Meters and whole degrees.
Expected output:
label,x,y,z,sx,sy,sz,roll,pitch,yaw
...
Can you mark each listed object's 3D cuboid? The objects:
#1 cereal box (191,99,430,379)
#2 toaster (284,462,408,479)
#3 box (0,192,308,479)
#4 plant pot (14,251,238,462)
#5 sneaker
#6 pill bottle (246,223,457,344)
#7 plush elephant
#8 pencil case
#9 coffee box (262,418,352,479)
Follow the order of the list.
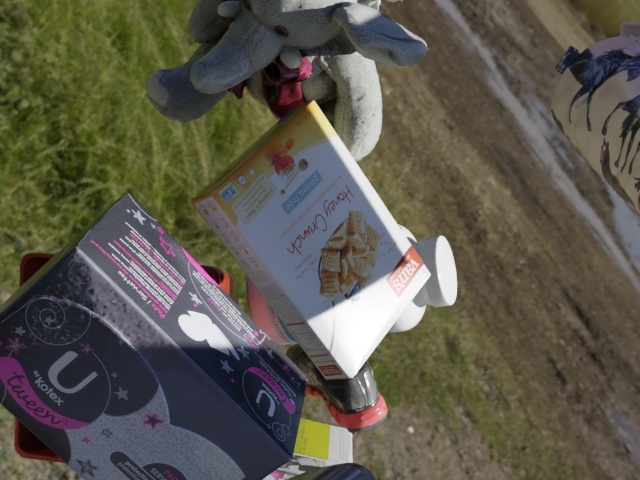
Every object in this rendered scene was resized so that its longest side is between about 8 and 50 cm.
label,x,y,z,sx,sy,sz,roll,pitch,yaw
cereal box,0.000,0.000,0.916,0.240,0.047,0.173,54,54,-16
toaster,-0.026,0.293,0.797,0.146,0.227,0.129,-17,78,-55
box,-0.156,0.114,0.771,0.247,0.163,0.142,48,17,-11
plant pot,-0.234,0.149,1.217,0.236,0.268,0.267,-16,110,-77
sneaker,0.015,0.220,1.532,0.276,0.098,0.135,28,-44,57
pill bottle,0.044,0.058,1.192,0.146,0.264,0.146,-8,90,-67
plush elephant,-0.037,-0.213,0.918,0.272,0.330,0.255,43,8,12
pencil case,0.430,-0.123,1.090,0.160,0.183,0.410,-3,31,-10
coffee box,-0.142,0.493,1.478,0.335,0.337,0.338,13,10,0
